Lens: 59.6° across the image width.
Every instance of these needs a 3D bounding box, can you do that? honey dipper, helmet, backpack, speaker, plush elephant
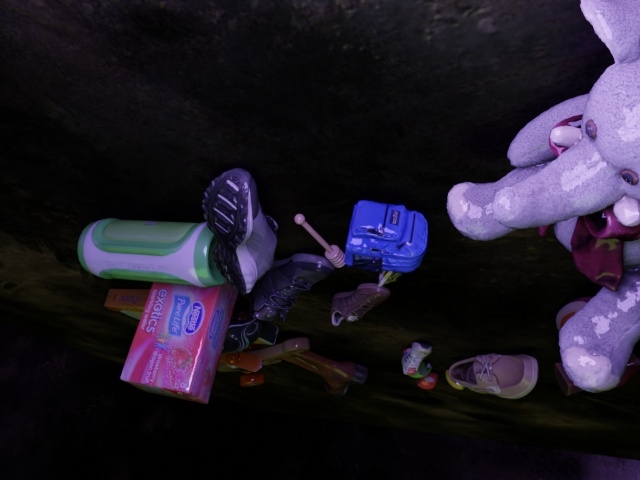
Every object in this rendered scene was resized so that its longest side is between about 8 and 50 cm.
[{"bbox_3d":[0.000,0.000,0.994,0.030,0.030,0.160,-2,150,31],"label":"honey dipper"},{"bbox_3d":[-0.218,0.195,1.366,0.169,0.169,0.161,16,137,-8],"label":"helmet"},{"bbox_3d":[0.103,-0.004,0.847,0.120,0.098,0.101,11,153,5],"label":"backpack"},{"bbox_3d":[-0.318,0.021,1.082,0.296,0.131,0.131,3,155,21],"label":"speaker"},{"bbox_3d":[0.259,-0.050,0.477,0.330,0.272,0.255,-36,149,23],"label":"plush elephant"}]

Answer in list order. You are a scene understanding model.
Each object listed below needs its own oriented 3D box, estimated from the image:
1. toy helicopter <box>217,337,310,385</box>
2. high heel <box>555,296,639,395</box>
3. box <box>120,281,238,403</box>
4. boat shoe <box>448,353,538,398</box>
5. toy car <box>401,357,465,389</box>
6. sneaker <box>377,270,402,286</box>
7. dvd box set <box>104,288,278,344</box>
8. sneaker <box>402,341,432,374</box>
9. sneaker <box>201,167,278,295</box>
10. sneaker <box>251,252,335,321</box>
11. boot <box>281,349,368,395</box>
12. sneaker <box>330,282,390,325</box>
[{"bbox_3d":[-0.190,0.357,1.754,0.355,0.140,0.235,-23,154,33],"label":"toy helicopter"},{"bbox_3d":[0.566,0.190,1.092,0.181,0.127,0.377,-20,147,3],"label":"high heel"},{"bbox_3d":[-0.287,0.180,1.202,0.154,0.300,0.142,9,156,9],"label":"box"},{"bbox_3d":[0.441,0.345,1.451,0.098,0.109,0.302,17,162,-13],"label":"boat shoe"},{"bbox_3d":[0.331,0.412,1.713,0.225,0.053,0.239,28,152,-32],"label":"toy car"},{"bbox_3d":[0.134,0.072,1.083,0.035,0.031,0.083,14,156,-4],"label":"sneaker"},{"bbox_3d":[-0.378,0.225,1.647,0.420,0.062,0.307,-2,153,31],"label":"dvd box set"},{"bbox_3d":[0.263,0.329,1.536,0.057,0.075,0.161,15,157,-4],"label":"sneaker"},{"bbox_3d":[-0.125,-0.024,0.940,0.100,0.108,0.271,38,149,23],"label":"sneaker"},{"bbox_3d":[-0.060,0.099,1.125,0.227,0.130,0.087,-15,146,43],"label":"sneaker"},{"bbox_3d":[-0.017,0.449,1.923,0.280,0.096,0.264,21,156,-15],"label":"boot"},{"bbox_3d":[0.086,0.144,1.219,0.066,0.071,0.188,23,155,-22],"label":"sneaker"}]
